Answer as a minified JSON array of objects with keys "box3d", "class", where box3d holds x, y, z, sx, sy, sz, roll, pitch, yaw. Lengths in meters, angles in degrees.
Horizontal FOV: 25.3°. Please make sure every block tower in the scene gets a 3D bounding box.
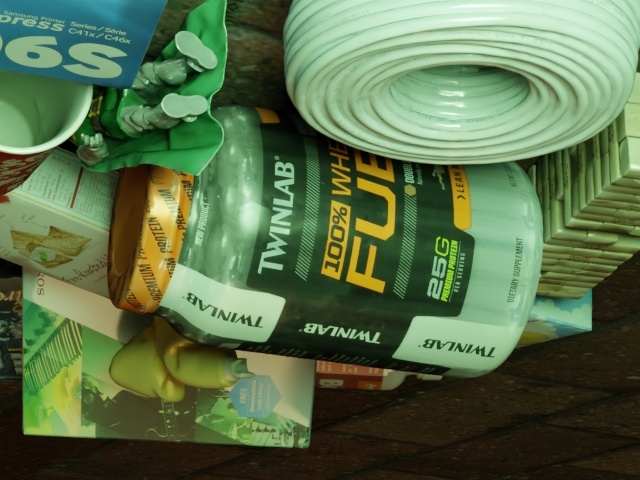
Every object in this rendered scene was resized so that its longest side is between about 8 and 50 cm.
[{"box3d":[0.246,-0.042,1.252,0.097,0.091,0.335,6,159,-12],"class":"block tower"}]

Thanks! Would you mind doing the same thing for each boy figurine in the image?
[{"box3d":[-0.107,0.079,1.429,0.092,0.177,0.285,18,128,-39],"class":"boy figurine"}]

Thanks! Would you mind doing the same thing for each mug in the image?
[{"box3d":[-0.261,-0.115,1.125,0.113,0.150,0.169,-30,178,-25],"class":"mug"}]

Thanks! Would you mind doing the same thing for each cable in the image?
[{"box3d":[0.101,-0.133,1.014,0.257,0.089,0.257,4,160,-7],"class":"cable"}]

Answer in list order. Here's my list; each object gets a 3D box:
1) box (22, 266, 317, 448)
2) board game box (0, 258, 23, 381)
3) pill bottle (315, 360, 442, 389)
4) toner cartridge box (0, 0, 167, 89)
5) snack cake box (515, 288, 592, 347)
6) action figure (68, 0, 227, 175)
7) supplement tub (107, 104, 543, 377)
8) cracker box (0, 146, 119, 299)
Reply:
[{"box3d":[-0.162,0.109,1.554,0.322,0.232,0.058,3,-156,-3],"class":"box"},{"box3d":[-0.288,0.090,1.630,0.243,0.042,0.165,0,128,6],"class":"board game box"},{"box3d":[0.034,0.113,1.657,0.216,0.121,0.121,3,160,-1],"class":"pill bottle"},{"box3d":[-0.276,-0.188,0.921,0.348,0.075,0.165,8,158,-14],"class":"toner cartridge box"},{"box3d":[0.139,0.044,1.492,0.264,0.089,0.152,14,160,-32],"class":"snack cake box"},{"box3d":[-0.149,-0.103,1.107,0.063,0.137,0.232,20,163,-29],"class":"action figure"},{"box3d":[0.000,0.000,1.222,0.338,0.207,0.207,8,160,-18],"class":"supplement tub"},{"box3d":[-0.234,-0.016,1.361,0.232,0.067,0.155,24,153,-25],"class":"cracker box"}]
